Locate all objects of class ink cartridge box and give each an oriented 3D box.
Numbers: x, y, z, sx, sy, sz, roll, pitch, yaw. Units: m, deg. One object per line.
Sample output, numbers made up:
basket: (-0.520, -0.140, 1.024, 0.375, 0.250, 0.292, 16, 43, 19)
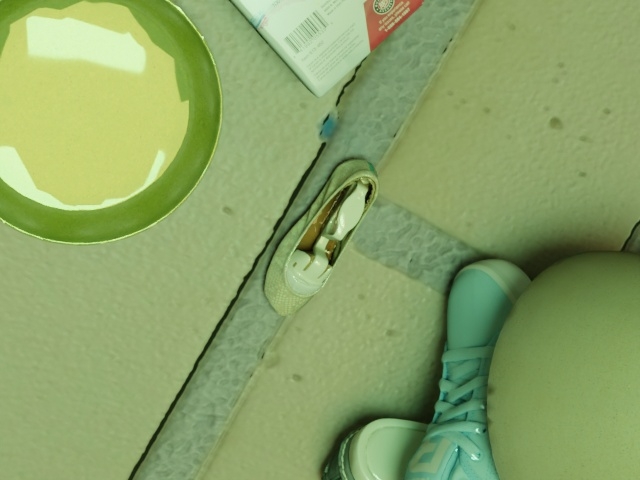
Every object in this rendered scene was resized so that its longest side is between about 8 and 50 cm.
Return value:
ink cartridge box: (-0.017, -0.233, 1.309, 0.127, 0.072, 0.175, -42, 113, 1)

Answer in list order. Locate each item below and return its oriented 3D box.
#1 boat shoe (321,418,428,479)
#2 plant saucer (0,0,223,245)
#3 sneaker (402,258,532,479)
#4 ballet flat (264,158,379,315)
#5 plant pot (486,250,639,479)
boat shoe: (0.147, 0.256, 1.516, 0.319, 0.116, 0.099, 19, 145, -26)
plant saucer: (-0.205, -0.115, 1.317, 0.240, 0.037, 0.241, -5, 109, -14)
sneaker: (0.144, 0.193, 1.383, 0.150, 0.135, 0.366, 3, 74, -36)
ballet flat: (0.000, 0.000, 1.399, 0.057, 0.052, 0.168, 25, 100, -21)
plant pot: (0.314, 0.146, 1.317, 0.284, 0.191, 0.284, 3, 85, -35)
